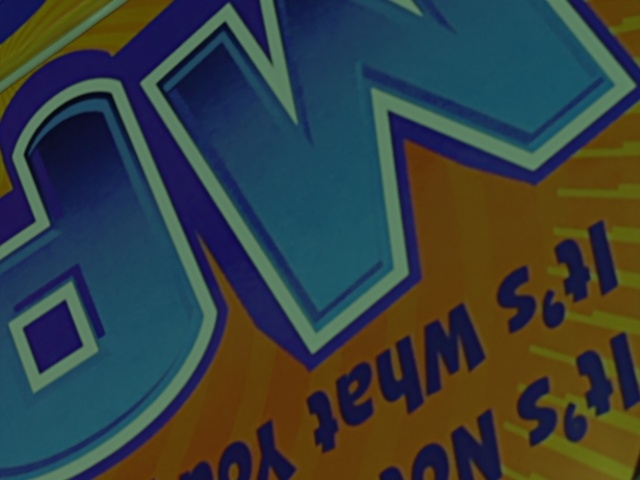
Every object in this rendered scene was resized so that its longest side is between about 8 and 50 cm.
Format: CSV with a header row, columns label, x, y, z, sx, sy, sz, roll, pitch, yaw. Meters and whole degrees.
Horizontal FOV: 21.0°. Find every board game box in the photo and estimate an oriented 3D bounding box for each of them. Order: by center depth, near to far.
label,x,y,z,sx,sy,sz,roll,pitch,yaw
board game box,0.000,0.000,0.590,0.356,0.356,0.356,-33,63,17
